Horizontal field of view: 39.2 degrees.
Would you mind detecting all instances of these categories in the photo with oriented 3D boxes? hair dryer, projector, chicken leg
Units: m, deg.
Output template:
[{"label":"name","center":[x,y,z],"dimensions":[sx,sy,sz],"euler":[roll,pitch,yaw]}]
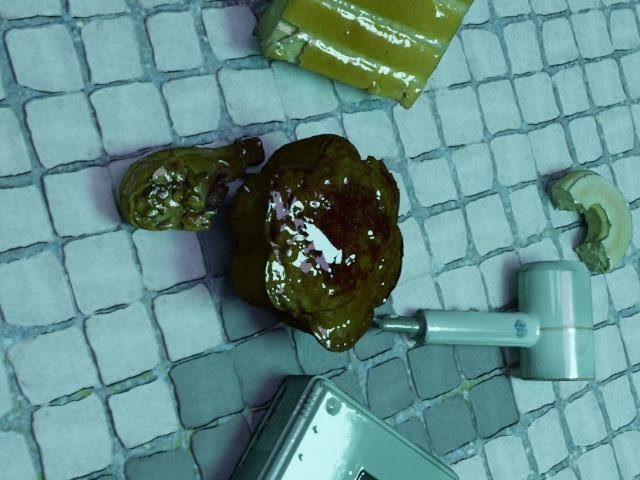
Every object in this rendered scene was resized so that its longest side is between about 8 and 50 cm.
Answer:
[{"label":"hair dryer","center":[0.227,0.110,1.253],"dimensions":[0.357,0.107,0.173],"euler":[4,78,-24]},{"label":"projector","center":[0.033,0.307,1.097],"dimensions":[0.256,0.099,0.192],"euler":[39,66,-20]},{"label":"chicken leg","center":[-0.138,-0.073,1.056],"dimensions":[0.207,0.101,0.085],"euler":[-27,128,-40]}]

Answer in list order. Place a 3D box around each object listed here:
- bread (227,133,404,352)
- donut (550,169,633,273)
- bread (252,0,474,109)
[{"label":"bread","center":[-0.004,-0.012,1.078],"dimensions":[0.232,0.135,0.247],"euler":[44,62,-39]},{"label":"donut","center":[0.425,-0.039,1.403],"dimensions":[0.108,0.065,0.166],"euler":[-36,101,-30]},{"label":"bread","center":[0.062,-0.313,1.137],"dimensions":[0.246,0.111,0.239],"euler":[17,113,-29]}]
